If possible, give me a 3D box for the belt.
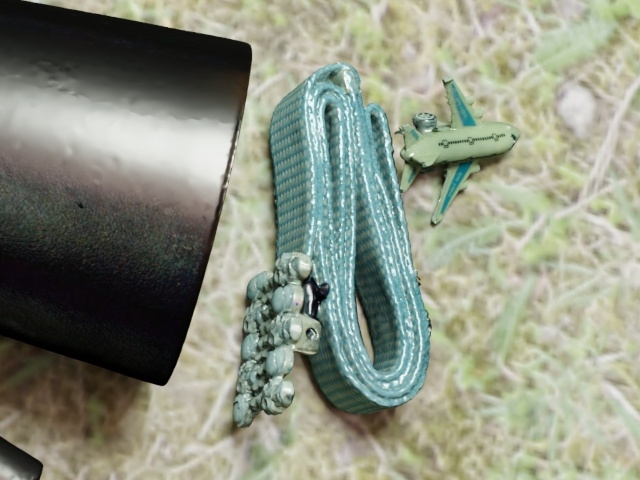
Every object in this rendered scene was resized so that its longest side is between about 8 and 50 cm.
[{"bbox_3d":[-0.002,0.001,0.961,0.100,0.065,0.179,-2,76,-25],"label":"belt"}]

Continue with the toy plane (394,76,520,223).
[{"bbox_3d":[0.071,-0.051,1.004,0.083,0.033,0.080,-15,117,-36],"label":"toy plane"}]

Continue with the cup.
[{"bbox_3d":[-0.144,0.001,0.866,0.177,0.166,0.239,14,72,-8],"label":"cup"}]
